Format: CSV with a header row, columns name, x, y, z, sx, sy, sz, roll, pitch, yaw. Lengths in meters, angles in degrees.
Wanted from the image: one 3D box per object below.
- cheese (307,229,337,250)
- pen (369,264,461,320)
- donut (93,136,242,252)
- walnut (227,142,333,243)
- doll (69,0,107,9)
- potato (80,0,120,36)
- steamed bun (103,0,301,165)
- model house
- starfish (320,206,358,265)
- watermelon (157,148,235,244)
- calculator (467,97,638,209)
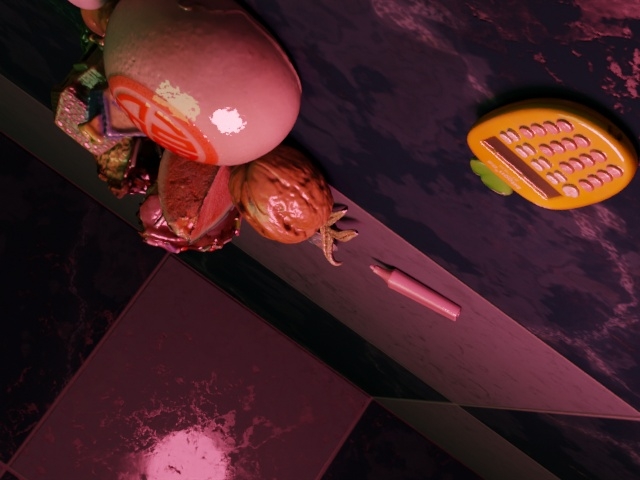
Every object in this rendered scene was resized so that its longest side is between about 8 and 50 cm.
name,x,y,z,sx,sy,sz,roll,pitch,yaw
cheese,0.000,0.000,1.743,0.067,0.026,0.120,41,166,-20
pen,0.178,0.094,1.630,0.197,0.032,0.053,29,166,15
donut,-0.269,-0.106,1.626,0.259,0.136,0.345,7,-149,-36
walnut,-0.060,-0.074,1.400,0.184,0.155,0.155,49,161,-30
doll,-0.335,-0.398,1.070,0.160,0.094,0.365,33,166,-1
potato,-0.300,-0.328,1.263,0.138,0.070,0.091,35,174,34
steamed bun,-0.172,-0.208,1.140,0.283,0.177,0.283,32,166,9
model house,-0.351,-0.250,1.410,0.195,0.189,0.214,42,166,-34
starfish,-0.006,-0.039,1.583,0.223,0.050,0.217,-4,134,51
watermelon,-0.189,-0.104,1.465,0.128,0.231,0.146,23,177,30
calculator,0.233,-0.088,0.889,0.146,0.032,0.235,39,164,-13
